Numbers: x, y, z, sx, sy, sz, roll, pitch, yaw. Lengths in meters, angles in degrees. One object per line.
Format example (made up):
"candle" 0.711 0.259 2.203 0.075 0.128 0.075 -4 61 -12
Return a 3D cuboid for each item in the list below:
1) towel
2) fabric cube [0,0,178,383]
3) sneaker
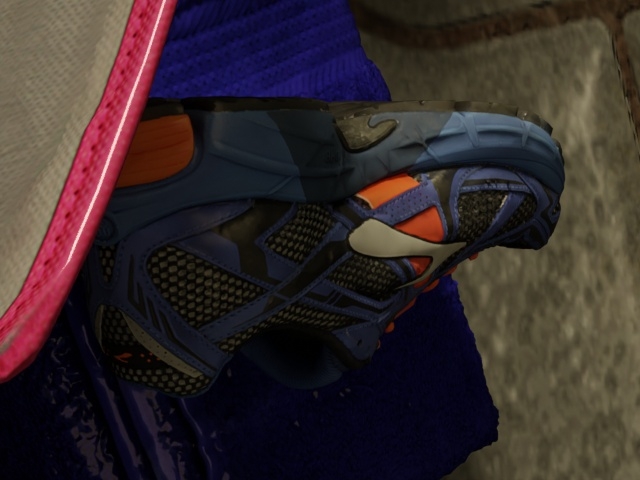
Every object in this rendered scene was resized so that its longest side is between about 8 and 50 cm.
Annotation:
"towel" -0.042 -0.033 0.649 0.227 0.076 0.308 -28 102 -47
"fabric cube" -0.191 -0.118 0.361 0.259 0.258 0.254 37 54 -37
"sneaker" 0.000 0.000 0.589 0.221 0.083 0.087 -4 96 -50
